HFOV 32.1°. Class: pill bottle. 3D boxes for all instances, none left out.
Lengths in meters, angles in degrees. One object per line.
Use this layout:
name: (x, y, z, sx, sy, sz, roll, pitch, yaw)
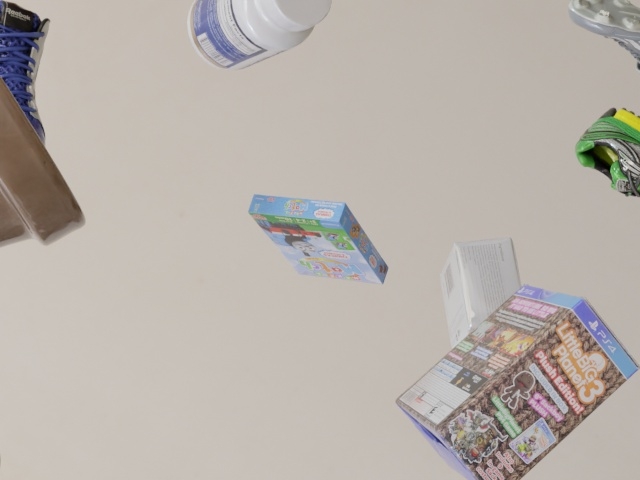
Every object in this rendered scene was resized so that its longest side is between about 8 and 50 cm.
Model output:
pill bottle: (-0.043, -0.166, 0.807, 0.120, 0.067, 0.067, -7, 49, 58)

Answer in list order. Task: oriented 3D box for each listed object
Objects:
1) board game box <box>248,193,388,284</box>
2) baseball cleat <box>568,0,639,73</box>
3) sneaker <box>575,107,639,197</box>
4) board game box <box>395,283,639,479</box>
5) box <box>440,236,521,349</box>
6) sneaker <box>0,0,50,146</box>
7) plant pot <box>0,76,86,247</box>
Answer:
board game box: (0.000, 0.000, 1.765, 0.211, 0.160, 0.039, 52, -130, -54)
baseball cleat: (0.411, -0.255, 1.446, 0.109, 0.205, 0.072, 104, 177, -48)
sneaker: (0.635, -0.115, 2.112, 0.146, 0.343, 0.134, -38, -38, -24)
board game box: (0.290, 0.220, 1.691, 0.291, 0.141, 0.232, -41, 10, -7)
box: (0.314, 0.112, 2.165, 0.181, 0.119, 0.182, 97, 166, -68)
sneaker: (-0.465, -0.242, 1.616, 0.182, 0.127, 0.315, -65, 34, 28)
plant pot: (-0.412, -0.071, 1.177, 0.229, 0.263, 0.263, -32, 4, -10)
